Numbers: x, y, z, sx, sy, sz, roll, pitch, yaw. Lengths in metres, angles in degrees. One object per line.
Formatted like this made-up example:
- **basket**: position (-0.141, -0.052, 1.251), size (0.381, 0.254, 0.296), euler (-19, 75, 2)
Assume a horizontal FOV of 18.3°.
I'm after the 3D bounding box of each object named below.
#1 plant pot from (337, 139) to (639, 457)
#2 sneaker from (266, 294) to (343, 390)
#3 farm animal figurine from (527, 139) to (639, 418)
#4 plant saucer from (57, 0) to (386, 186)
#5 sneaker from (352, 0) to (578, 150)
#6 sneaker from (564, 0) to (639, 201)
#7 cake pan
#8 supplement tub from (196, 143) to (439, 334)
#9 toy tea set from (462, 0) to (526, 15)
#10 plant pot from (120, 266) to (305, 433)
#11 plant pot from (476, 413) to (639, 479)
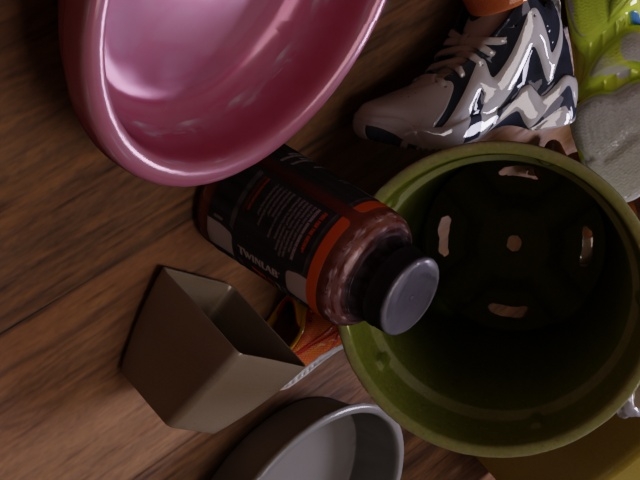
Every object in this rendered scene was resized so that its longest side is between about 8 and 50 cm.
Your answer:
- **plant pot**: position (0.168, 0.028, 1.790), size (0.254, 0.276, 0.276), euler (-51, 165, -76)
- **sneaker**: position (0.000, 0.067, 1.796), size (0.175, 0.064, 0.067), euler (-40, 135, -32)
- **farm animal figurine**: position (0.333, 0.003, 2.091), size (0.330, 0.172, 0.327), euler (-15, 88, -49)
- **plant saucer**: position (-0.071, -0.203, 1.435), size (0.332, 0.084, 0.332), euler (-35, 142, -34)
- **sneaker**: position (0.128, -0.167, 1.753), size (0.235, 0.094, 0.153), euler (-9, 106, -26)
- **sneaker**: position (0.281, -0.161, 1.899), size (0.126, 0.091, 0.240), euler (-59, 145, -77)
- **cake pan**: position (-0.033, 0.275, 1.937), size (0.293, 0.054, 0.293), euler (-35, 142, -33)
- **supplement tub**: position (0.000, 0.000, 1.602), size (0.106, 0.198, 0.106), euler (-34, 141, -33)
- **toy tea set**: position (0.247, -0.305, 1.678), size (0.336, 0.200, 0.124), euler (-32, 110, -34)
- **plant pot**: position (-0.099, 0.099, 1.650), size (0.096, 0.109, 0.109), euler (-50, 151, 13)
- **plant pot**: position (0.285, 0.223, 2.212), size (0.187, 0.212, 0.212), euler (-45, 149, 2)
